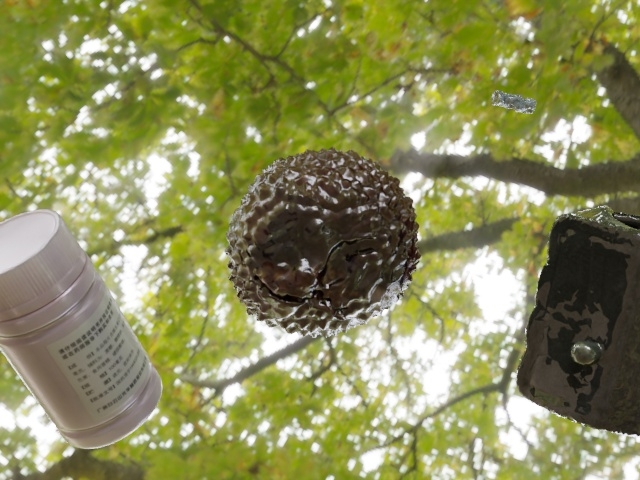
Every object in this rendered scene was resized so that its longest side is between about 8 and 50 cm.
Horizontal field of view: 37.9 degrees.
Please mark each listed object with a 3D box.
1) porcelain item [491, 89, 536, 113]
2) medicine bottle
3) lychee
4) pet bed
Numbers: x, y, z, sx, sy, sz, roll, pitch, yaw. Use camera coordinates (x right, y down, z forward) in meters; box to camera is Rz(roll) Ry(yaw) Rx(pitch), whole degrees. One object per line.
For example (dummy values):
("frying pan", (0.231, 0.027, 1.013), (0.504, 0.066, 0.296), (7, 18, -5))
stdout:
("porcelain item", (0.323, -0.229, 1.544), (0.083, 0.036, 0.028), (6, -67, -27))
("medicine bottle", (-0.283, 0.100, 1.025), (0.133, 0.133, 0.249), (-3, -52, 31))
("lychee", (0.000, 0.000, 0.860), (0.188, 0.188, 0.188), (16, -46, 17))
("pet bed", (0.306, 0.078, 0.945), (0.183, 0.159, 0.210), (16, -79, 15))
